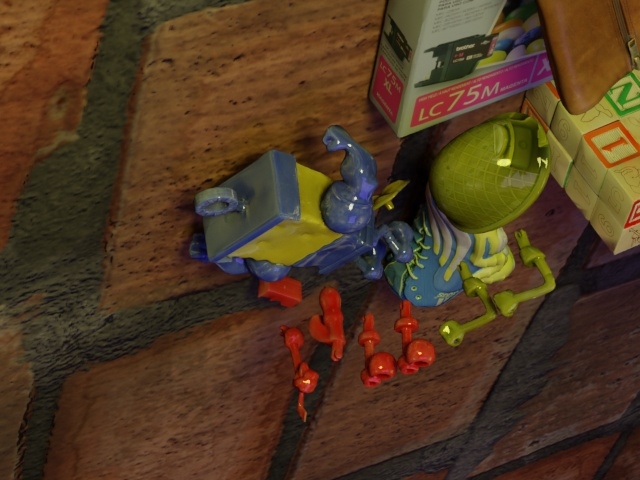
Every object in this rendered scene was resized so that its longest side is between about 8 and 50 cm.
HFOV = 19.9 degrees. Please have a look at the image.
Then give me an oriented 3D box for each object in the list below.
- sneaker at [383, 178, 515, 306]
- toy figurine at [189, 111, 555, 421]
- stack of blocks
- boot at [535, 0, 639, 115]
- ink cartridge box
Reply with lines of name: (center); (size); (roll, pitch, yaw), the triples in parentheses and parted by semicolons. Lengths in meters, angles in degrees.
sneaker: (0.118, 0.012, 1.798); (0.126, 0.091, 0.240); (-33, 153, 3)
toy figurine: (0.000, 0.000, 1.542); (0.217, 0.191, 0.362); (19, 149, -34)
stack of blocks: (0.337, -0.056, 1.689); (0.171, 0.297, 0.087); (-23, 152, -20)
boot: (0.254, -0.257, 1.377); (0.264, 0.096, 0.280); (-40, 131, -7)
ink cartridge box: (0.149, -0.223, 1.483); (0.186, 0.065, 0.311); (-22, 149, -20)
